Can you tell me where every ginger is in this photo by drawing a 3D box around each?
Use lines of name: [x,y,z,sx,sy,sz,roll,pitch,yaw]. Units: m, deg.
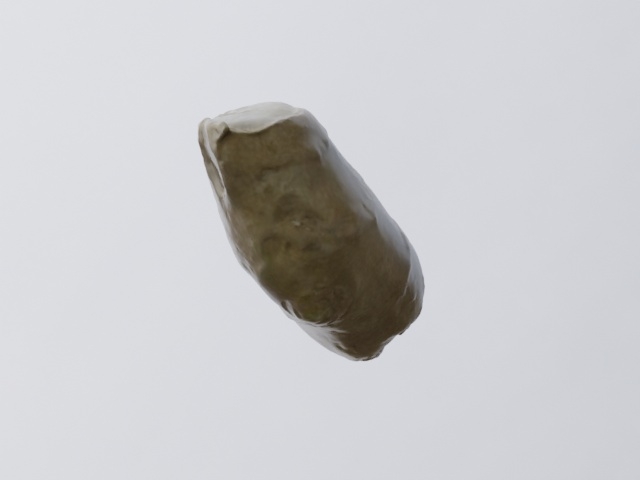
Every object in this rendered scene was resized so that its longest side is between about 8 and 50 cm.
ginger: [-0.002,-0.001,0.896,0.069,0.095,0.190,-40,-32,-1]
